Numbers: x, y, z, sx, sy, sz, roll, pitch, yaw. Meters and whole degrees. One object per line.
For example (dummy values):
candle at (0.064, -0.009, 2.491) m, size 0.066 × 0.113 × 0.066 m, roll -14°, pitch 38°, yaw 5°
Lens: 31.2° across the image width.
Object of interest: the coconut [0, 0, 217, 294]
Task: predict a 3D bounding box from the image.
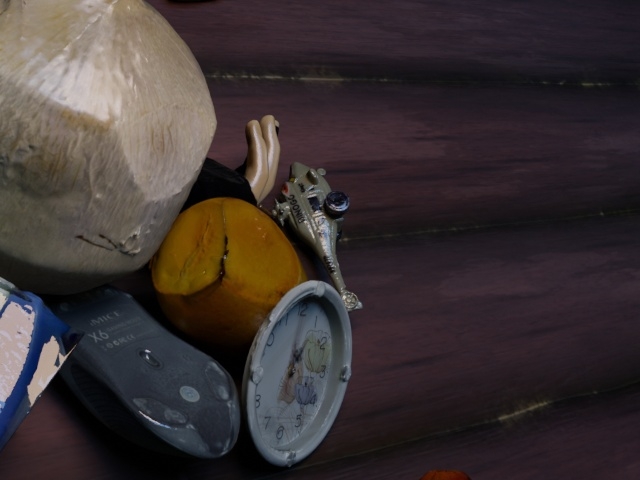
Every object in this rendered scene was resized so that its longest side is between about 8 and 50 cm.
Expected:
coconut at (-0.297, -0.141, 1.308) m, size 0.346 × 0.360 × 0.346 m, roll 26°, pitch 20°, yaw -10°

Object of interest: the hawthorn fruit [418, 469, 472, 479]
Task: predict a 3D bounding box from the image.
hawthorn fruit at (0.165, 0.344, 1.496) m, size 0.093 × 0.093 × 0.093 m, roll 21°, pitch 44°, yaw -22°

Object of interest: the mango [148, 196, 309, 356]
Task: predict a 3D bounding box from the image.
mango at (-0.101, 0.064, 1.470) m, size 0.257 × 0.138 × 0.187 m, roll 48°, pitch 47°, yaw -48°

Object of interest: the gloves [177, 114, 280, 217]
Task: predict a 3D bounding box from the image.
gloves at (-0.152, -0.091, 1.583) m, size 0.197 × 0.152 × 0.301 m, roll 16°, pitch 35°, yaw 32°

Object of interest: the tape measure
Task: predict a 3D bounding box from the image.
tape measure at (-0.371, 0.177, 1.104) m, size 0.138 × 0.259 × 0.262 m, roll 35°, pitch 45°, yaw -6°

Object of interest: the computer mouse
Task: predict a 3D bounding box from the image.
computer mouse at (-0.249, 0.135, 1.362) m, size 0.379 × 0.090 × 0.167 m, roll 43°, pitch 29°, yaw 21°

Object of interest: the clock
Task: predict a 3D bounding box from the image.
clock at (-0.038, 0.164, 1.433) m, size 0.053 × 0.236 × 0.236 m, roll 8°, pitch 28°, yaw 31°

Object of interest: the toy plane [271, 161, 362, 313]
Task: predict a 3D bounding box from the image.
toy plane at (0.000, 0.000, 1.672) m, size 0.108 × 0.092 × 0.286 m, roll -13°, pitch 60°, yaw -19°
